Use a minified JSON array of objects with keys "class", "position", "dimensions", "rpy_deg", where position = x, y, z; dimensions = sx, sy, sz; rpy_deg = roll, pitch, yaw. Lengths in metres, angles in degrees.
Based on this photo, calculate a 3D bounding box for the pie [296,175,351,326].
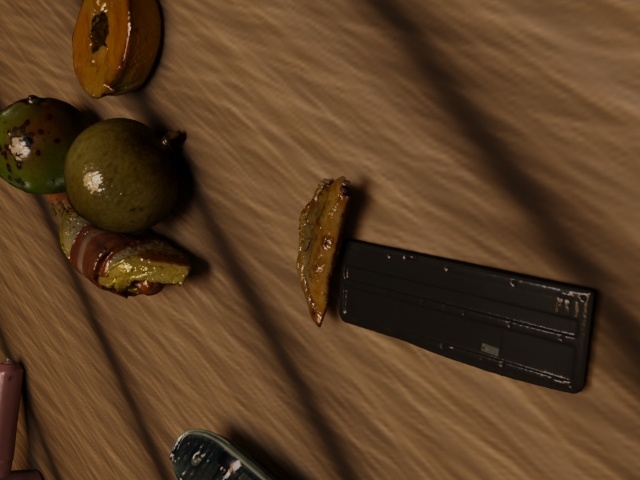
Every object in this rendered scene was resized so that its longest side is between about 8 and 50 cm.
[{"class":"pie","position":[0.000,0.000,0.748],"dimensions":[0.092,0.034,0.170],"rpy_deg":[53,136,49]}]

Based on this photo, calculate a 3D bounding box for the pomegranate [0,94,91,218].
[{"class":"pomegranate","position":[-0.421,-0.126,1.061],"dimensions":[0.159,0.159,0.205],"rpy_deg":[27,140,38]}]

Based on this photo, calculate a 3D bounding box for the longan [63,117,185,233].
[{"class":"longan","position":[-0.253,-0.091,0.914],"dimensions":[0.176,0.145,0.155],"rpy_deg":[-32,99,2]}]

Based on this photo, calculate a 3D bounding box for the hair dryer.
[{"class":"hair dryer","position":[-0.659,0.405,1.357],"dimensions":[0.125,0.210,0.352],"rpy_deg":[-2,81,49]}]

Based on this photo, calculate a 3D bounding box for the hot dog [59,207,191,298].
[{"class":"hot dog","position":[-0.277,0.029,0.961],"dimensions":[0.261,0.123,0.093],"rpy_deg":[25,105,43]}]

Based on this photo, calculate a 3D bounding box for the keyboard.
[{"class":"keyboard","position":[0.157,0.072,0.618],"dimensions":[0.381,0.041,0.103],"rpy_deg":[16,109,48]}]

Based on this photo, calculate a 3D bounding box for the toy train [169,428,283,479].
[{"class":"toy train","position":[-0.027,0.347,0.799],"dimensions":[0.407,0.088,0.086],"rpy_deg":[28,81,38]}]

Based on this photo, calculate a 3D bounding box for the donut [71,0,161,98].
[{"class":"donut","position":[-0.282,-0.281,0.955],"dimensions":[0.178,0.065,0.162],"rpy_deg":[-46,61,39]}]
